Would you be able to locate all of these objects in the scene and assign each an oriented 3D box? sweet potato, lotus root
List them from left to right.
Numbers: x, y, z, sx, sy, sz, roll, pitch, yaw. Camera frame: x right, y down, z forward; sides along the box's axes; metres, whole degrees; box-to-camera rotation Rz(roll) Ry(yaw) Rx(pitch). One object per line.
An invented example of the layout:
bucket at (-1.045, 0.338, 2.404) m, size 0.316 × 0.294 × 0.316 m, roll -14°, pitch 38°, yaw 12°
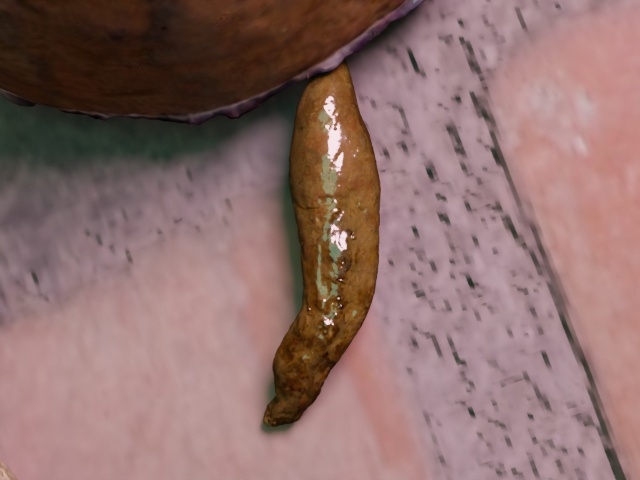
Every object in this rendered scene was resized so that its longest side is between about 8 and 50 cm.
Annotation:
lotus root at (-0.072, -0.191, 0.654) m, size 0.272 × 0.192 × 0.272 m, roll -5°, pitch 70°, yaw 15°
sweet potato at (0.004, 0.002, 0.700) m, size 0.041 × 0.038 × 0.153 m, roll 8°, pitch 90°, yaw 52°

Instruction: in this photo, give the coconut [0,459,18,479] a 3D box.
coconut at (-0.214, 0.129, 0.629) m, size 0.230 × 0.227 × 0.227 m, roll 38°, pitch 91°, yaw 4°
